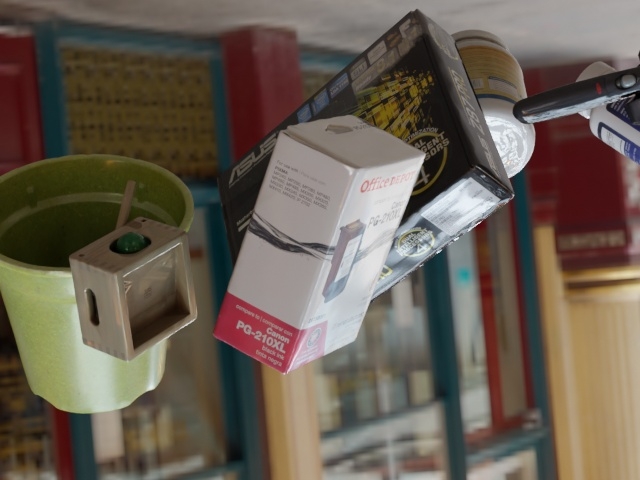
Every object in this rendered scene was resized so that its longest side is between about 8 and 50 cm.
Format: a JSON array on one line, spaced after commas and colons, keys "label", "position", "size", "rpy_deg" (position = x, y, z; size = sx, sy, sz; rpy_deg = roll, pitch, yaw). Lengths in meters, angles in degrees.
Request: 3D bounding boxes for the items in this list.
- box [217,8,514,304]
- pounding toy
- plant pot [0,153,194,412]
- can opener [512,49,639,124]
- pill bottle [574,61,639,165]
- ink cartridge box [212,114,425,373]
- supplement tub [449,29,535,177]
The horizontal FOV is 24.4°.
[{"label": "box", "position": [0.045, -0.071, 1.953], "size": [0.395, 0.318, 0.097], "rpy_deg": [-38, 130, 25]}, {"label": "pounding toy", "position": [-0.207, 0.030, 1.601], "size": [0.100, 0.141, 0.130], "rpy_deg": [16, -146, 35]}, {"label": "plant pot", "position": [-0.293, 0.067, 1.863], "size": [0.276, 0.254, 0.276], "rpy_deg": [1, -148, 0]}, {"label": "can opener", "position": [0.286, -0.149, 1.496], "size": [0.186, 0.073, 0.059], "rpy_deg": [-10, 167, 8]}, {"label": "pill bottle", "position": [0.391, -0.149, 1.811], "size": [0.169, 0.094, 0.094], "rpy_deg": [39, -154, 29]}, {"label": "ink cartridge box", "position": [0.000, 0.000, 1.553], "size": [0.100, 0.237, 0.172], "rpy_deg": [27, -160, 21]}, {"label": "supplement tub", "position": [0.221, -0.191, 2.089], "size": [0.144, 0.144, 0.200], "rpy_deg": [-5, -137, 3]}]
